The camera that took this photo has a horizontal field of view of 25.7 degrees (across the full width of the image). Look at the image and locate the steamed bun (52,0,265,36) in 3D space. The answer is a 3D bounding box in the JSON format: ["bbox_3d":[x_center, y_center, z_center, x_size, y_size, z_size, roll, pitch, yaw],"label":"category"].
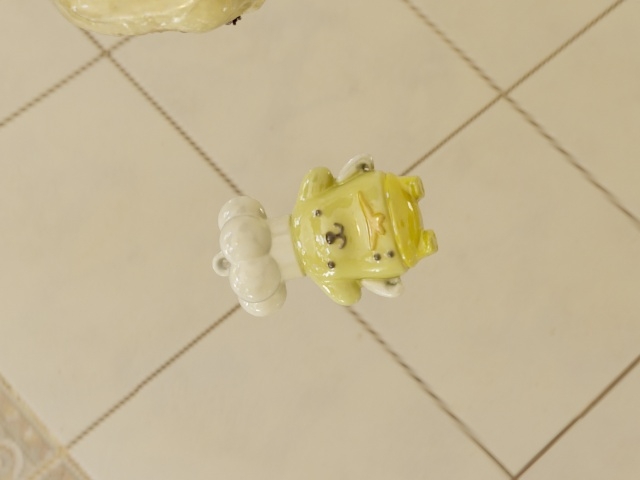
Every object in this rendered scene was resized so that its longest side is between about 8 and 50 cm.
[{"bbox_3d":[-0.072,-0.196,0.849,0.141,0.155,0.172,8,89,25],"label":"steamed bun"}]

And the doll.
[{"bbox_3d":[0.000,0.000,1.008,0.162,0.062,0.106,-14,89,11],"label":"doll"}]
